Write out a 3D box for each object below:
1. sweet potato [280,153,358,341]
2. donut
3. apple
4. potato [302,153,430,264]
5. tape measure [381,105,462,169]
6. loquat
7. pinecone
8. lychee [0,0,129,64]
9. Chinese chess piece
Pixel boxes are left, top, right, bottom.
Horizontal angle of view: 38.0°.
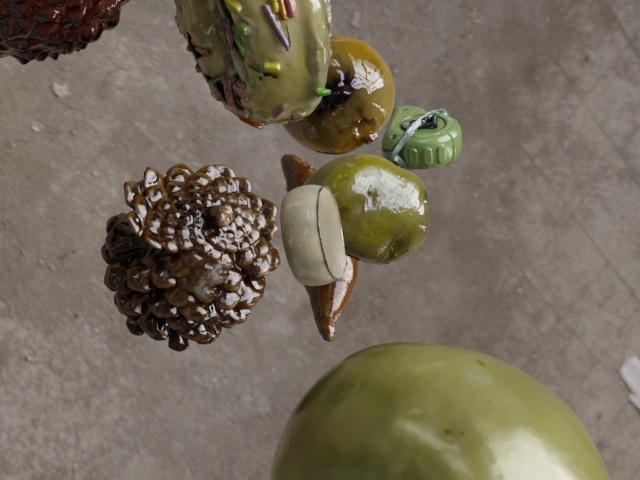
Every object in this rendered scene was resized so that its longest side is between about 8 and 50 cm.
[{"bbox_3d":[0.002,0.004,1.523,0.112,0.112,0.359,15,52,-32],"label":"sweet potato"},{"bbox_3d":[-0.053,-0.154,0.618,0.068,0.175,0.174,-22,113,-20],"label":"donut"},{"bbox_3d":[0.092,0.206,0.712,0.262,0.262,0.262,-8,107,-27],"label":"apple"},{"bbox_3d":[0.067,-0.049,1.397,0.201,0.137,0.154,10,62,-21],"label":"potato"},{"bbox_3d":[0.215,-0.221,1.992,0.200,0.175,0.106,-60,149,-56],"label":"tape measure"},{"bbox_3d":[0.017,-0.183,1.163,0.137,0.163,0.163,14,97,-55],"label":"loquat"},{"bbox_3d":[-0.149,0.027,1.008,0.186,0.168,0.212,25,117,-8],"label":"pinecone"},{"bbox_3d":[-0.285,-0.300,0.867,0.300,0.264,0.264,-19,119,21],"label":"lychee"},{"bbox_3d":[-0.008,-0.006,1.112,0.051,0.122,0.122,-8,113,15],"label":"Chinese chess piece"}]
